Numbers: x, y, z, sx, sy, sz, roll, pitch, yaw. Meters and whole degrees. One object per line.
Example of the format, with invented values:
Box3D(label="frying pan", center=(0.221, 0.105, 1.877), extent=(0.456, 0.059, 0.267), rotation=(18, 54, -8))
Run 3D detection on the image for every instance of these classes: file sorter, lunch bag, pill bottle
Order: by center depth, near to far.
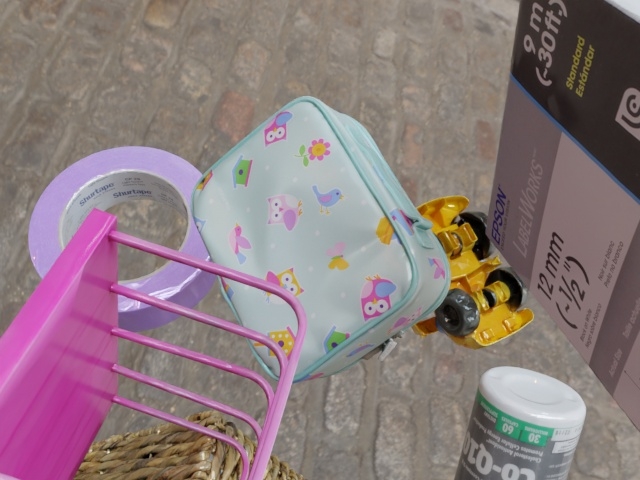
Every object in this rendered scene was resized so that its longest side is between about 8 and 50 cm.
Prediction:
Box3D(label="file sorter", center=(-0.137, 0.165, 0.526), extent=(0.182, 0.290, 0.202), rotation=(20, 49, 0))
Box3D(label="lunch bag", center=(0.000, 0.000, 0.720), extent=(0.108, 0.224, 0.279), rotation=(19, 38, -60))
Box3D(label="pill bottle", center=(0.375, 0.451, 1.328), extent=(0.204, 0.361, 0.204), rotation=(9, 15, -2))

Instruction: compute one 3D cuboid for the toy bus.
Box3D(label="toy bus", center=(0.178, 0.076, 1.025), extent=(0.149, 0.211, 0.220), rotation=(-17, 72, -37))

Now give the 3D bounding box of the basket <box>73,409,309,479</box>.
Box3D(label="basket", center=(-0.170, 0.358, 0.775), extent=(0.223, 0.299, 0.213), rotation=(47, 37, -31))

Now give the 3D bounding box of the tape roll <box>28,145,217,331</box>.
Box3D(label="tape roll", center=(-0.286, -0.005, 1.018), extent=(0.275, 0.090, 0.274), rotation=(1, 63, -2))

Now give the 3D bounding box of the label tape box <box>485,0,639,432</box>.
Box3D(label="label tape box", center=(0.194, -0.062, 0.444), extent=(0.115, 0.249, 0.347), rotation=(-20, 48, -12))
